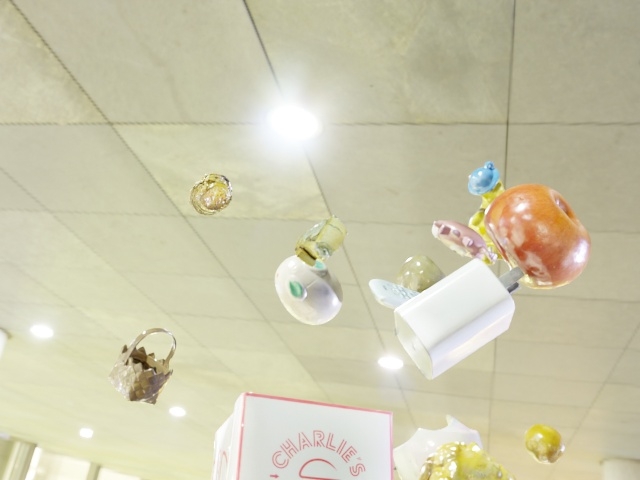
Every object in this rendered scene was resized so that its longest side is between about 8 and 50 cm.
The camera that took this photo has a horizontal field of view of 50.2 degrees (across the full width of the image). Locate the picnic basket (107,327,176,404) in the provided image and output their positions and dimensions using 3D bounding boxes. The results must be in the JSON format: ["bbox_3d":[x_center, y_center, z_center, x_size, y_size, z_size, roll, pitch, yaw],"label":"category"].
[{"bbox_3d":[-0.422,0.291,1.655,0.138,0.178,0.128,30,-172,38],"label":"picnic basket"}]

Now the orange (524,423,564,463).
[{"bbox_3d":[0.515,0.468,1.575,0.085,0.085,0.095,27,-172,-33],"label":"orange"}]

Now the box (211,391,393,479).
[{"bbox_3d":[-0.051,0.504,1.344,0.315,0.312,0.300,11,148,-16],"label":"box"}]

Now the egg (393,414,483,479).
[{"bbox_3d":[0.336,0.556,1.726,0.271,0.206,0.162,-6,165,-39],"label":"egg"}]

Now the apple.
[{"bbox_3d":[0.540,-0.013,1.699,0.206,0.271,0.252,-36,143,19],"label":"apple"}]

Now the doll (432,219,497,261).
[{"bbox_3d":[0.450,0.000,2.153,0.262,0.093,0.211,35,-176,39],"label":"doll"}]

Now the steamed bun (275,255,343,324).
[{"bbox_3d":[-0.028,0.144,2.025,0.228,0.177,0.131,50,158,-14],"label":"steamed bun"}]

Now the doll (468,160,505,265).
[{"bbox_3d":[0.592,-0.100,2.372,0.200,0.362,0.145,-21,-156,-33],"label":"doll"}]

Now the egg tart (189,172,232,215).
[{"bbox_3d":[-0.304,-0.125,1.903,0.130,0.130,0.052,29,-168,-36],"label":"egg tart"}]

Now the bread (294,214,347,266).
[{"bbox_3d":[0.000,0.000,1.500,0.117,0.156,0.064,-37,99,8],"label":"bread"}]

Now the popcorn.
[{"bbox_3d":[0.327,0.570,1.498,0.250,0.250,0.189,6,129,7],"label":"popcorn"}]

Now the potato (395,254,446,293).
[{"bbox_3d":[0.309,0.158,2.074,0.160,0.235,0.178,-11,-167,11],"label":"potato"}]

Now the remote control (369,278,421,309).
[{"bbox_3d":[0.266,0.175,1.841,0.294,0.051,0.103,18,-161,-22],"label":"remote control"}]

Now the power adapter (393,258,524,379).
[{"bbox_3d":[0.277,0.137,1.297,0.255,0.124,0.187,-31,154,-8],"label":"power adapter"}]
